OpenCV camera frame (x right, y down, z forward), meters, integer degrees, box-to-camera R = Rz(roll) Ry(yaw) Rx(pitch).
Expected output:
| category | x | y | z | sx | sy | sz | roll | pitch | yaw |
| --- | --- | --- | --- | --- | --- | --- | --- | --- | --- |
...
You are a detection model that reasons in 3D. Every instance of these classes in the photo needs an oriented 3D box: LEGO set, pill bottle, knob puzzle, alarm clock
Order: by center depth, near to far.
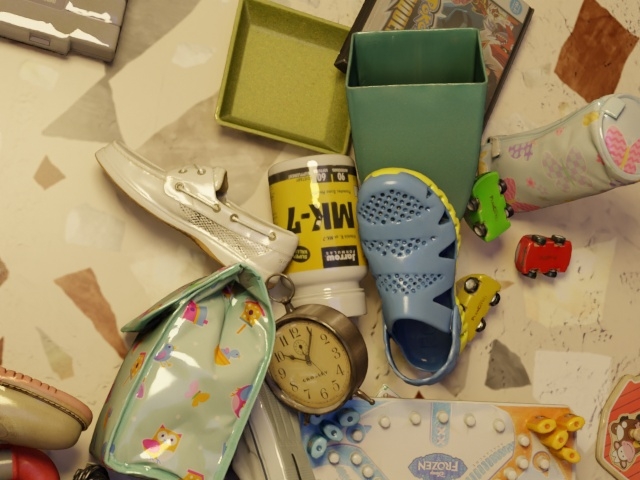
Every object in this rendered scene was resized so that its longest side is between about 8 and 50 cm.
| category | x | y | z | sx | sy | sz | roll | pitch | yaw |
| --- | --- | --- | --- | --- | --- | --- | --- | --- | --- |
| alarm clock | -0.014 | 0.125 | 1.062 | 0.192 | 0.129 | 0.064 | 64 | 30 | -6 |
| pill bottle | 0.000 | 0.000 | 1.143 | 0.119 | 0.119 | 0.209 | -6 | 84 | -19 |
| LEGO set | 0.122 | 0.337 | 1.188 | 0.244 | 0.060 | 0.182 | 39 | 82 | -7 |
| knob puzzle | 0.502 | 0.296 | 1.319 | 0.213 | 0.030 | 0.213 | 3 | 82 | -18 |

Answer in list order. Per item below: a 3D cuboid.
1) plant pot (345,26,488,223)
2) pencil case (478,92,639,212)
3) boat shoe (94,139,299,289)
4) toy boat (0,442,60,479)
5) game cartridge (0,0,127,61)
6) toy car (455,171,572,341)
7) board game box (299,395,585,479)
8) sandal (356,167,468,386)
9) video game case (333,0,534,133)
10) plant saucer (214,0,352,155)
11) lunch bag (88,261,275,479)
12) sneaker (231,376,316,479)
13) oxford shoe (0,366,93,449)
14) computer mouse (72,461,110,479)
| category | x | y | z | sx | sy | sz | roll | pitch | yaw |
| --- | --- | --- | --- | --- | --- | --- | --- | --- | --- |
| plant pot | 0.125 | -0.134 | 1.135 | 0.165 | 0.166 | 0.234 | -1 | 127 | 6 |
| pencil case | 0.334 | -0.116 | 1.196 | 0.113 | 0.273 | 0.124 | -31 | 98 | -26 |
| boat shoe | -0.149 | -0.054 | 1.088 | 0.277 | 0.098 | 0.096 | 35 | 99 | -3 |
| toy boat | -0.357 | 0.346 | 0.955 | 0.150 | 0.151 | 0.231 | -5 | 84 | -19 |
| game cartridge | -0.412 | -0.374 | 1.089 | 0.354 | 0.068 | 0.230 | 14 | 82 | -17 |
| toy car | 0.243 | -0.001 | 1.224 | 0.239 | 0.053 | 0.225 | -33 | 122 | -20 |
| board game box | 0.156 | 0.407 | 1.134 | 0.389 | 0.050 | 0.390 | 4 | 85 | -10 |
| sandal | 0.120 | 0.059 | 1.098 | 0.138 | 0.126 | 0.318 | -65 | 141 | -56 |
| video game case | 0.174 | -0.297 | 1.261 | 0.248 | 0.035 | 0.275 | 33 | 71 | -24 |
| plant saucer | -0.044 | -0.220 | 1.198 | 0.188 | 0.045 | 0.188 | 14 | 78 | -17 |
| lunch bag | -0.158 | 0.150 | 1.012 | 0.160 | 0.223 | 0.262 | 23 | 75 | -14 |
| sneaker | -0.078 | 0.245 | 1.088 | 0.094 | 0.091 | 0.258 | 24 | 43 | -52 |
| oxford shoe | -0.453 | 0.204 | 0.935 | 0.396 | 0.140 | 0.147 | 8 | 59 | -8 |
| computer mouse | -0.187 | 0.373 | 1.038 | 0.272 | 0.072 | 0.189 | 15 | 71 | -29 |
